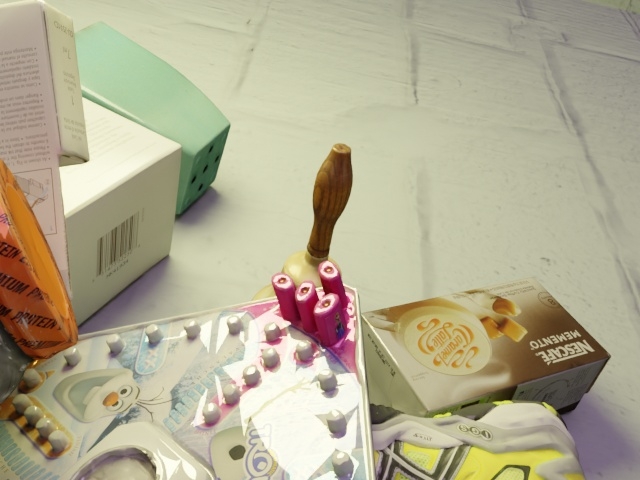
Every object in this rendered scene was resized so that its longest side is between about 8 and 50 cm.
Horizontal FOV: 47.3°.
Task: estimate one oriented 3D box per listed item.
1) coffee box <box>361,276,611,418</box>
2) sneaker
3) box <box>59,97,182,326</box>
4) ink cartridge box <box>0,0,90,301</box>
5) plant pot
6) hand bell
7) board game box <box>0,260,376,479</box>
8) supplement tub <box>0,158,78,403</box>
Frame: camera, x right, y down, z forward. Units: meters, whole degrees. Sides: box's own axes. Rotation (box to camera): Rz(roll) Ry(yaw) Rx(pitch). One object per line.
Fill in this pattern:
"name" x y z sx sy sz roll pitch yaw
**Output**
"coffee box" 0.168 0.136 0.803 0.246 0.098 0.141 -8 43 -27
"sneaker" 0.071 0.231 0.617 0.384 0.145 0.147 -4 45 -17
"box" -0.365 -0.069 0.831 0.345 0.168 0.215 27 39 15
"ink cartridge box" -0.359 -0.060 0.658 0.296 0.261 0.066 -7 -1 7
"plant pot" -0.253 -0.150 0.984 0.234 0.166 0.165 27 39 6
"hand bell" 0.000 0.000 0.803 0.126 0.242 0.126 9 37 -7
"board game box" -0.155 0.186 0.540 0.390 0.050 0.390 -12 37 8
"supplement tub" -0.347 0.065 0.499 0.316 0.194 0.193 -22 48 -13
